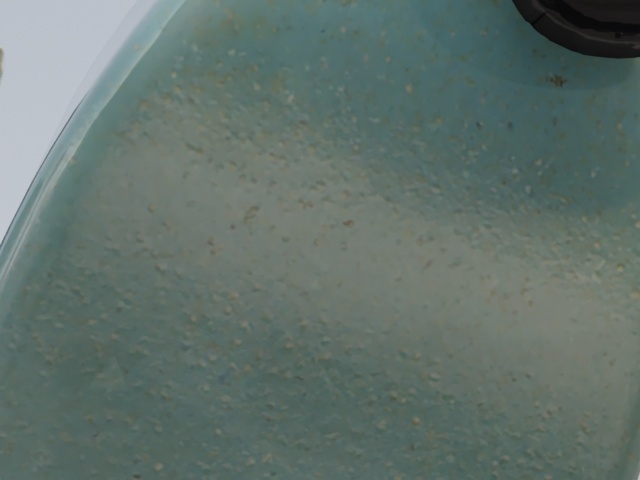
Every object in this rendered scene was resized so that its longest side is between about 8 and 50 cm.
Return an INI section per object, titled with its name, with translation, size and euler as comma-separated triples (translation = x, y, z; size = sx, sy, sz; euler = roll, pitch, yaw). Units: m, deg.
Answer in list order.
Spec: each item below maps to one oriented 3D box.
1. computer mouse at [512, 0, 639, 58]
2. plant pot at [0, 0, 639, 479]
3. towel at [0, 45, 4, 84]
[computer mouse]
translation = 0.134, -0.192, 0.450
size = 0.184, 0.060, 0.262
euler = -6, -69, -11
[plant pot]
translation = 0.000, 0.000, 0.578
size = 0.247, 0.248, 0.252
euler = 20, -79, -10
[towel]
translation = -0.372, -0.009, 0.927
size = 0.320, 0.374, 0.090
euler = -39, -78, -26
